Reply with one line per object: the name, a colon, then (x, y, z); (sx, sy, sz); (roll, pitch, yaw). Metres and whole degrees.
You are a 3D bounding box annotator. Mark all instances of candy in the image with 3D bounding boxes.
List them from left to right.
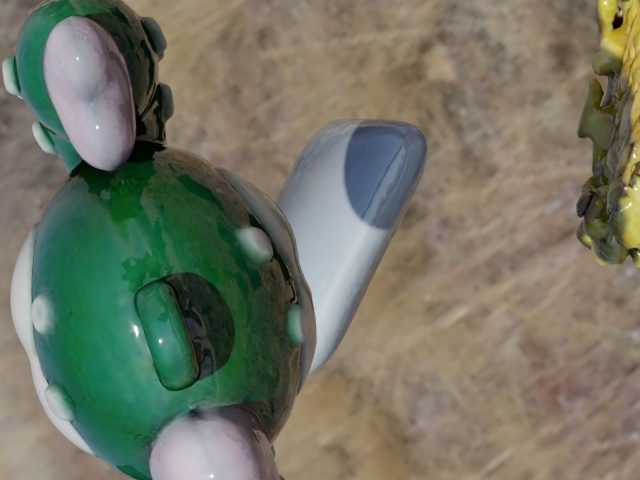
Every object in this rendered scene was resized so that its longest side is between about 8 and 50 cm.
candy: (0.000, 0.000, 1.190); (0.071, 0.174, 0.138); (29, 174, -19)

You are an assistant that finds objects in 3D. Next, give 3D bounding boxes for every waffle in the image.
waffle: (0.223, -0.125, 1.215); (0.060, 0.280, 0.262); (13, 170, -3)

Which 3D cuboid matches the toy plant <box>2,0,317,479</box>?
toy plant: (-0.062, 0.025, 0.721); (0.243, 0.112, 0.232); (88, 163, -74)
